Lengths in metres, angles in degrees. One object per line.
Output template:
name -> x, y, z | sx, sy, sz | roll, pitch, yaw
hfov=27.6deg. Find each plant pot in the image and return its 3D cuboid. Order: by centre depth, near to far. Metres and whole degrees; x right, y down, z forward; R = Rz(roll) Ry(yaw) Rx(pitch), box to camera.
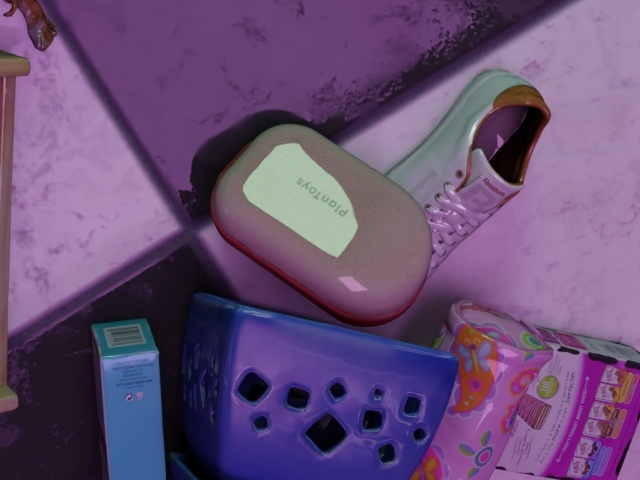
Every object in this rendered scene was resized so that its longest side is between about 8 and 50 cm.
plant pot -> -0.025, 0.182, 1.301 | 0.236, 0.236, 0.212 | 14, 88, -16

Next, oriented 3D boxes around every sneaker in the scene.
sneaker -> 0.132, -0.046, 1.357 | 0.106, 0.123, 0.290 | 30, 99, -23

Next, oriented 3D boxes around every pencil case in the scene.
pencil case -> 0.137, 0.206, 1.369 | 0.124, 0.124, 0.284 | 17, 106, -19

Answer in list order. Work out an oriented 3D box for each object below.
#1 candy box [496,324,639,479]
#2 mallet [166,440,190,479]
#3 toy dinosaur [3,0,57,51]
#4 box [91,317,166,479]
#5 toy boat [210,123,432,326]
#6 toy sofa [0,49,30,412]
candy box -> 0.246, 0.182, 1.483 | 0.233, 0.071, 0.159 | 13, 104, -18
mallet -> -0.085, 0.277, 1.448 | 0.189, 0.039, 0.062 | 29, 95, -26
toy dinosaur -> -0.304, -0.279, 1.213 | 0.112, 0.064, 0.211 | -25, 117, -35
box -> -0.197, 0.214, 1.359 | 0.060, 0.100, 0.244 | -6, 108, -14
toy boat -> 0.000, 0.000, 1.331 | 0.231, 0.151, 0.151 | 35, 63, 11
toy sofa -> -0.384, -0.016, 1.232 | 0.150, 0.177, 0.363 | -8, 110, -39
